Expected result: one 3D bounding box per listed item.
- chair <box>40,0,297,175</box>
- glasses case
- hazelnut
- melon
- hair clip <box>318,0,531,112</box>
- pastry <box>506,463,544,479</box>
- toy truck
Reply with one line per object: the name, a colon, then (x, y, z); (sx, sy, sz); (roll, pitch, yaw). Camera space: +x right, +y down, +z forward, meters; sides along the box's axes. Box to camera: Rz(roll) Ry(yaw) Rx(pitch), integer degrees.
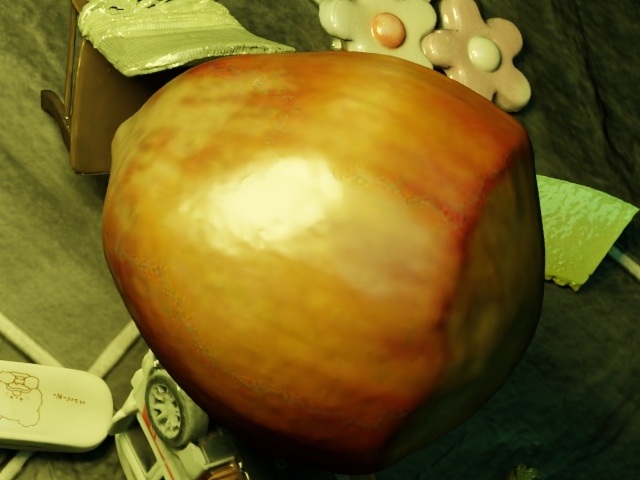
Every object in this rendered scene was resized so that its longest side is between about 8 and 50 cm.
chair: (-0.144, -0.144, 1.705); (0.160, 0.186, 0.319); (-5, 28, -22)
glasses case: (-0.281, 0.147, 1.700); (0.193, 0.049, 0.074); (8, 68, -16)
hazelnut: (0.009, 0.003, 1.520); (0.366, 0.366, 0.365); (7, 67, -17)
melon: (0.193, -0.012, 1.950); (0.262, 0.053, 0.114); (7, 85, -13)
hair clip: (0.108, -0.201, 1.973); (0.257, 0.075, 0.146); (11, 61, -21)
pastry: (0.184, 0.289, 1.810); (0.080, 0.056, 0.140); (34, 73, 1)
toy truck: (-0.039, 0.269, 1.653); (0.173, 0.207, 0.387); (-14, 68, -35)
